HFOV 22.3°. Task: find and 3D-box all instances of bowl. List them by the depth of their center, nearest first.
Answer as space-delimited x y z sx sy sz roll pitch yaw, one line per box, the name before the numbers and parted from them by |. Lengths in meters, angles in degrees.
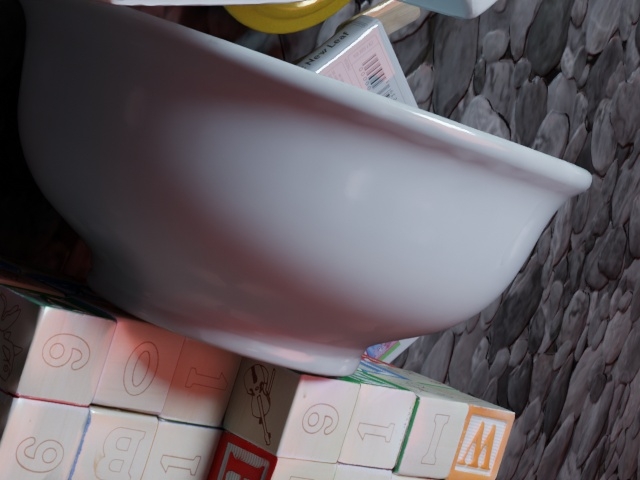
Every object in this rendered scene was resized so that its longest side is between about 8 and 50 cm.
bowl | -0.027 -0.019 0.798 0.298 0.298 0.134 11 99 -62

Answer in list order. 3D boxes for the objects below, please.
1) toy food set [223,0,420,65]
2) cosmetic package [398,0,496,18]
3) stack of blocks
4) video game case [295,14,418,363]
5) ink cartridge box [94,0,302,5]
toy food set | -0.027 -0.196 0.949 0.128 0.071 0.218 -35 139 -14
cosmetic package | 0.049 -0.362 0.754 0.230 0.161 0.453 -38 129 -27
stack of blocks | -0.061 0.087 0.844 0.297 0.171 0.087 16 92 -44
video game case | 0.000 0.000 1.006 0.193 0.023 0.212 -40 126 -19
ink cartridge box | -0.111 -0.193 0.604 0.168 0.232 0.171 -17 121 -60
